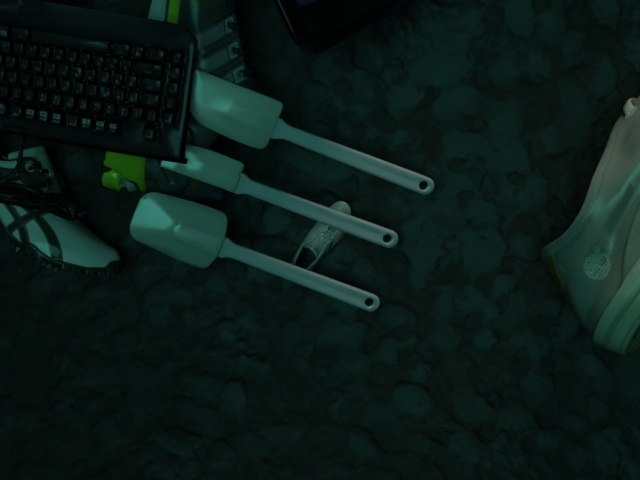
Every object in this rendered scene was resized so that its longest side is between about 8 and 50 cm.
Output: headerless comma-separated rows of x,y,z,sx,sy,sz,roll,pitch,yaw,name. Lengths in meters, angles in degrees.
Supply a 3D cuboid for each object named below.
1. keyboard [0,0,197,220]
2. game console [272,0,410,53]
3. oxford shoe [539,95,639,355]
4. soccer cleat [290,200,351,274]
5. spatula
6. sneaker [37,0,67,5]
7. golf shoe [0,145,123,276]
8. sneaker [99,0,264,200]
-0.266,-0.111,1.182,0.317,0.033,0.201,10,104,15,keyboard
0.048,-0.338,1.085,0.250,0.173,0.293,-23,102,15,game console
0.337,-0.112,1.140,0.130,0.169,0.449,38,99,25,oxford shoe
0.000,0.000,1.240,0.029,0.035,0.083,38,98,3,soccer cleat
-0.032,-0.033,1.204,0.242,0.019,0.168,21,98,-14,spatula
-0.280,-0.226,1.213,0.083,0.118,0.222,36,97,3,sneaker
-0.263,-0.036,1.248,0.198,0.077,0.094,29,97,3,golf shoe
-0.101,-0.172,1.215,0.121,0.111,0.300,18,103,-3,sneaker
